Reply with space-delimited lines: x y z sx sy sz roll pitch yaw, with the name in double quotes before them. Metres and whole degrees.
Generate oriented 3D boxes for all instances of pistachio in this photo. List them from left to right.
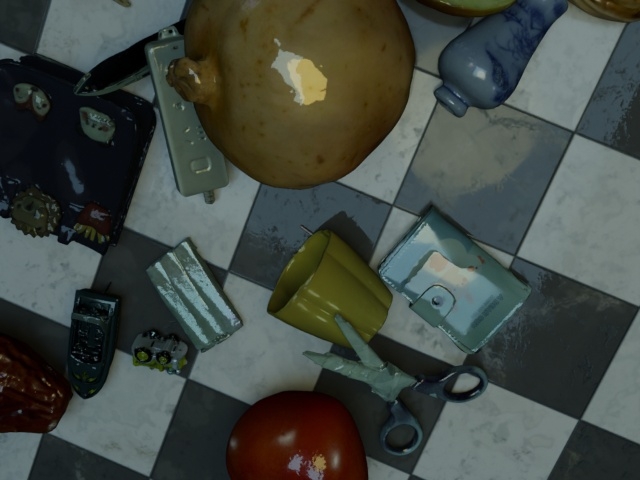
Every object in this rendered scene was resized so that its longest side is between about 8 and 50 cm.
"pistachio" 0.482 -0.446 1.276 0.229 0.157 0.157 24 105 -11

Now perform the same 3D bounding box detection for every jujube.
"jujube" -0.648 0.283 1.563 0.290 0.197 0.197 30 105 -15

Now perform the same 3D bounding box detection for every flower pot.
"flower pot" 0.025 0.104 1.439 0.179 0.195 0.195 36 105 -15

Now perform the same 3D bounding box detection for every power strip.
"power strip" -0.239 -0.216 1.416 0.098 0.058 0.338 -17 117 -16

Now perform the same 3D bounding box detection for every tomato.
"tomato" -0.034 0.407 1.473 0.298 0.226 0.298 20 147 13

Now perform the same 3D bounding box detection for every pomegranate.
"pomegranate" -0.054 -0.280 1.256 0.411 0.411 0.411 2 103 7

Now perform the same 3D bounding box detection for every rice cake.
"rice cake" -0.248 0.112 1.543 0.124 0.038 0.211 -35 96 13

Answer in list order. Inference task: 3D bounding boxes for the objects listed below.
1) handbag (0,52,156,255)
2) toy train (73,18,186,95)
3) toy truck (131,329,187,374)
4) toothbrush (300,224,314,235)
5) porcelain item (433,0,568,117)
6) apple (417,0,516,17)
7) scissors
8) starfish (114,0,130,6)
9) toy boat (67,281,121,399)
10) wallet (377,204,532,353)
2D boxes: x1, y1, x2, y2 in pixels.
"handbag" -0.500 -0.156 1.478 0.303 0.122 0.329 23 106 2
"toy train" -0.330 -0.322 1.406 0.252 0.048 0.055 -30 82 -9
"toy truck" -0.323 0.235 1.567 0.111 0.076 0.077 13 121 3
"toothbrush" 0.000 0.000 1.500 0.097 0.008 0.006 35 91 0
"porcelain item" 0.302 -0.328 1.328 0.141 0.141 0.259 40 96 -2
"apple" 0.182 -0.495 1.242 0.346 0.254 0.179 45 122 0
"scissors" 0.127 0.257 1.445 0.256 0.029 0.383 -42 122 13
"starfish" -0.405 -0.548 1.413 0.247 0.050 0.138 44 102 -6
"toy boat" -0.462 0.211 1.563 0.093 0.103 0.246 14 107 4
"wallet" 0.247 0.078 1.455 0.250 0.075 0.176 40 99 -2
